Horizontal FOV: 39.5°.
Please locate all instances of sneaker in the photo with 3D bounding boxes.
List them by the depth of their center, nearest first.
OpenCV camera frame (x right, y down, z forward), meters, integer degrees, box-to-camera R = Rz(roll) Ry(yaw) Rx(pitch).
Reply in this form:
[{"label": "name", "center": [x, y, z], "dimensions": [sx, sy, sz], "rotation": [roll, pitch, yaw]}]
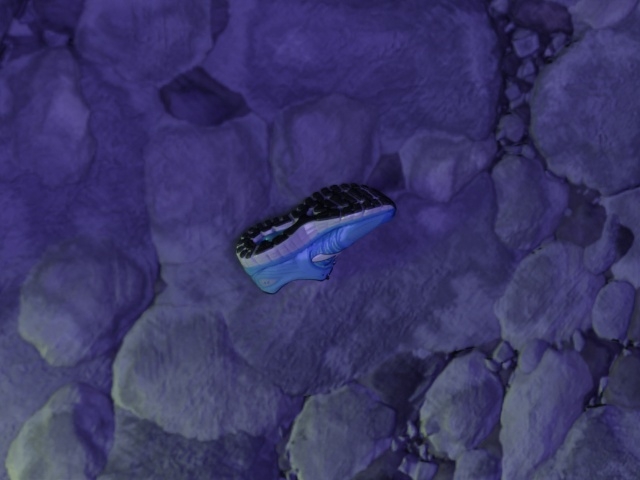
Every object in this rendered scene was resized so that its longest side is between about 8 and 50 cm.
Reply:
[{"label": "sneaker", "center": [0.000, 0.000, 0.868], "dimensions": [0.162, 0.063, 0.073], "rotation": [-24, 124, -9]}]
